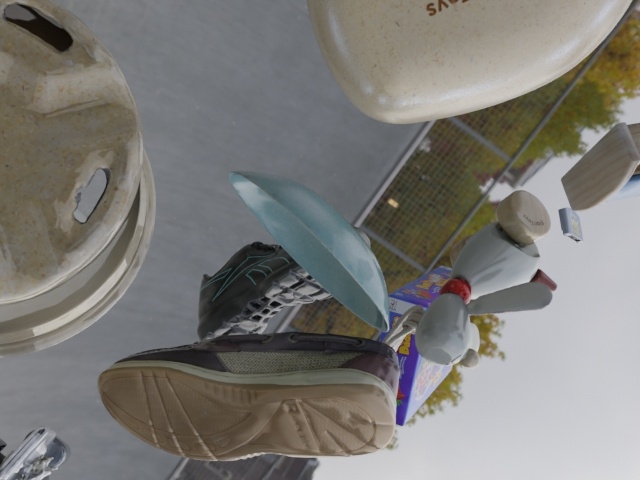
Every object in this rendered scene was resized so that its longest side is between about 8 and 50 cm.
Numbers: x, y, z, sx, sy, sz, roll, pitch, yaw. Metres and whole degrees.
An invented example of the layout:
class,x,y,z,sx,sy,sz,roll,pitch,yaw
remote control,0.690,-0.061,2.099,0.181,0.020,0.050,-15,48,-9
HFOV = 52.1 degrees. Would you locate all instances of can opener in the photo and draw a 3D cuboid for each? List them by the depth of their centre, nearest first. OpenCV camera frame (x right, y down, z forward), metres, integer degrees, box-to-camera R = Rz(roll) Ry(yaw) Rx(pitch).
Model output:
class,x,y,z,sx,sy,sz,roll,pitch,yaw
can opener,-0.300,0.213,0.654,0.074,0.093,0.280,-51,179,-24

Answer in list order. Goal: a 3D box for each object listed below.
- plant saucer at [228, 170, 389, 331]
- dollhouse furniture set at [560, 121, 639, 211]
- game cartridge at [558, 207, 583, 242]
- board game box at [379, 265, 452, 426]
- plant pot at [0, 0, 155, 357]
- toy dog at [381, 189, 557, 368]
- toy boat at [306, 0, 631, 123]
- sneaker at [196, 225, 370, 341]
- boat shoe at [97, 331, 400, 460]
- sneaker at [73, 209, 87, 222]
class,x,y,z,sx,sy,sz,roll,pitch,yaw
plant saucer,0.000,0.000,0.575,0.037,0.195,0.195,-44,-178,-9
dollhouse furniture set,0.430,0.008,0.654,0.198,0.304,0.286,-11,162,-9
game cartridge,0.453,-0.029,1.183,0.017,0.083,0.056,-20,-113,34
board game box,0.209,0.194,1.317,0.347,0.078,0.234,-14,117,-64
plant pot,-0.283,-0.054,0.554,0.334,0.333,0.305,-56,-163,-18
toy dog,0.256,0.083,0.957,0.334,0.161,0.220,-49,178,-24
toy boat,0.102,-0.263,0.504,0.267,0.319,0.148,-17,-165,13
sneaker,-0.061,0.039,0.827,0.267,0.101,0.106,-30,-124,23
boat shoe,-0.065,0.130,0.585,0.285,0.103,0.092,-6,-154,23
sneaker,-0.425,-0.114,0.964,0.123,0.290,0.106,-47,-169,-8
